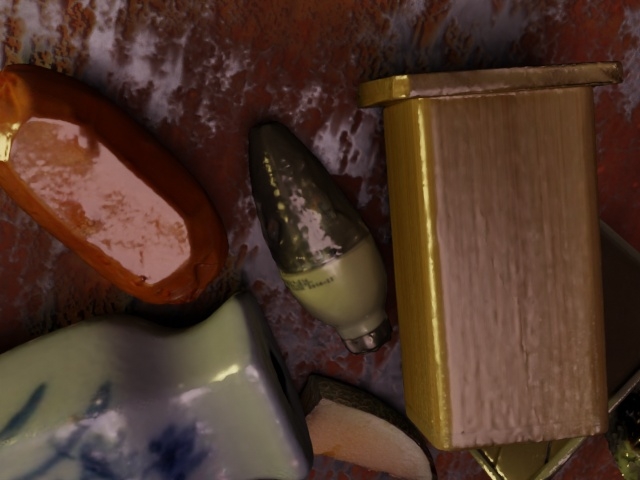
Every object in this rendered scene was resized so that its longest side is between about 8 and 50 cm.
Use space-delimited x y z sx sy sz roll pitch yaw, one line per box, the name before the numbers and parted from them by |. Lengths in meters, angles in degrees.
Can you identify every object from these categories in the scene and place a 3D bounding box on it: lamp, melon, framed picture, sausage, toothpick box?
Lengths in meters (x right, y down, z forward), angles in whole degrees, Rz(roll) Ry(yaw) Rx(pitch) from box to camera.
lamp | 0.000 0.000 0.935 0.101 0.101 0.250 -25 106 3
melon | 0.054 0.209 1.058 0.182 0.054 0.098 18 115 -15
framed picture | 0.216 0.100 0.973 0.260 0.189 0.023 -52 146 13
sausage | -0.187 -0.046 0.872 0.258 0.133 0.133 42 102 -19
toothpick box | 0.146 0.007 0.863 0.187 0.190 0.308 -5 95 -8

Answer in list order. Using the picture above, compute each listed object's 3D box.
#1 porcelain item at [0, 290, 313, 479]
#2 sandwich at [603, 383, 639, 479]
porcelain item | -0.223 0.201 0.943 0.405 0.178 0.243 -21 114 1
sandwich | 0.429 0.194 0.967 0.325 0.262 0.131 31 120 15
